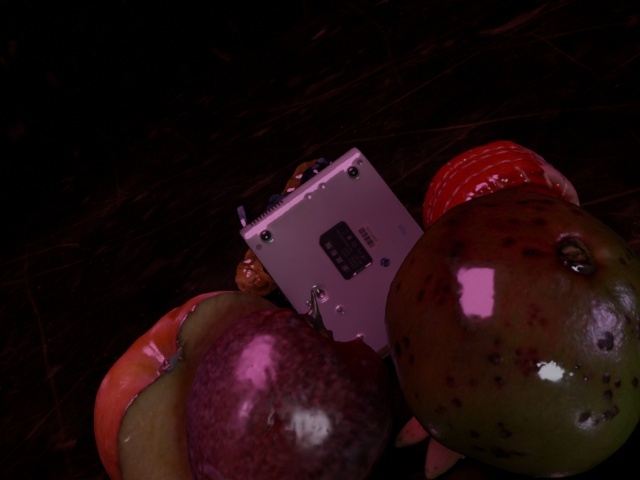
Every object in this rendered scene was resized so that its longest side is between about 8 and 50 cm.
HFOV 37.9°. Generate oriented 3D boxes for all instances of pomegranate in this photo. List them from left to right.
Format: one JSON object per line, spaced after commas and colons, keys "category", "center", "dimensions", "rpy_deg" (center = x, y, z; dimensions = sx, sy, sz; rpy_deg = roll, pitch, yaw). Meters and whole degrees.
{"category": "pomegranate", "center": [0.201, 0.123, 0.941], "dimensions": [0.290, 0.324, 0.291], "rpy_deg": [1, 29, 0]}

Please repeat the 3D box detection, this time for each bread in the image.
{"category": "bread", "center": [-0.056, -0.029, 1.680], "dimensions": [0.084, 0.077, 0.368], "rpy_deg": [-16, 29, 33]}

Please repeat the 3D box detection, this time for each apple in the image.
{"category": "apple", "center": [-0.171, 0.200, 1.195], "dimensions": [0.163, 0.251, 0.293], "rpy_deg": [9, 50, 50]}

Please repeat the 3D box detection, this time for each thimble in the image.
{"category": "thimble", "center": [0.235, -0.037, 1.228], "dimensions": [0.189, 0.163, 0.125], "rpy_deg": [-34, 26, 1]}

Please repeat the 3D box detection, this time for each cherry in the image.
{"category": "cherry", "center": [-0.040, 0.207, 1.056], "dimensions": [0.300, 0.230, 0.203], "rpy_deg": [-65, 10, -5]}

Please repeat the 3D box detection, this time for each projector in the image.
{"category": "projector", "center": [0.041, 0.034, 1.239], "dimensions": [0.198, 0.250, 0.108], "rpy_deg": [-36, -8, -3]}

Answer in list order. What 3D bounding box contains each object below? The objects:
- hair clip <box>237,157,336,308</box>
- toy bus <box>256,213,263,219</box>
{"category": "hair clip", "center": [-0.005, 0.003, 1.462], "dimensions": [0.206, 0.195, 0.310], "rpy_deg": [-19, 24, 5]}
{"category": "toy bus", "center": [-0.096, -0.039, 1.795], "dimensions": [0.130, 0.037, 0.052], "rpy_deg": [-39, 23, -12]}
